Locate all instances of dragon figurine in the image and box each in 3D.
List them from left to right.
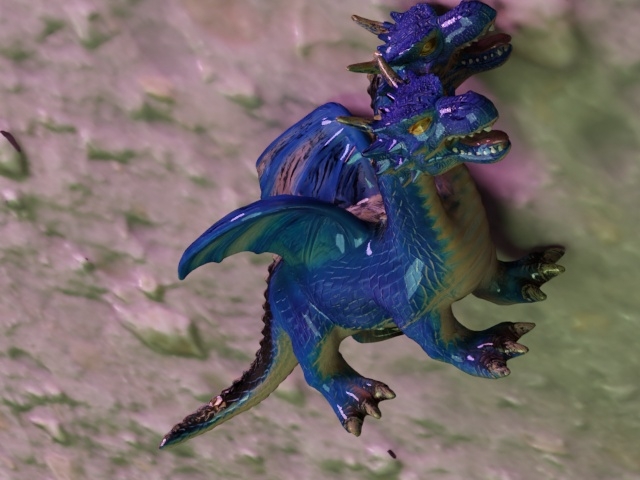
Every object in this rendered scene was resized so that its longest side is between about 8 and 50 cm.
[{"bbox_3d":[0.000,0.000,0.721,0.144,0.085,0.289,47,141,-18],"label":"dragon figurine"}]
